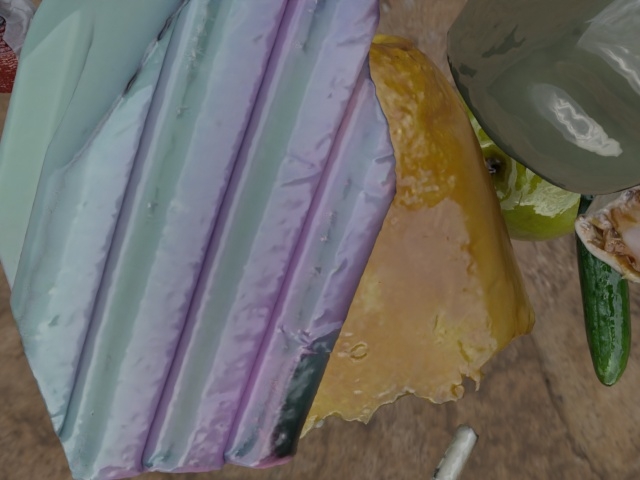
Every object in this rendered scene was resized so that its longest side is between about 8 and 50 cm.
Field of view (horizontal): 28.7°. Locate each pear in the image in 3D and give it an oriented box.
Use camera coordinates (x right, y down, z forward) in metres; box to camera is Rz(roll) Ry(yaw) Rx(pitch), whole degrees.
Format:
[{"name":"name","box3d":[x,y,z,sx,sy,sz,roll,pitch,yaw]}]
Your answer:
[{"name":"pear","box3d":[0.283,-0.129,1.613,0.252,0.307,0.253,13,118,25]}]

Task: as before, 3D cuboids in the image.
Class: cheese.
[{"name":"cheese","box3d":[0.131,0.317,1.453,0.034,0.400,0.085,25,64,12]}]

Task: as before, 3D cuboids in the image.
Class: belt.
[{"name":"belt","box3d":[-0.499,-0.310,1.863,0.200,0.124,0.128,24,65,17]}]

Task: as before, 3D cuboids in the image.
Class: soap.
[{"name":"soap","box3d":[-0.069,-0.024,0.656,0.192,0.109,0.324,0,125,-32]}]

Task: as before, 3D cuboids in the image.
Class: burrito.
[{"name":"burrito","box3d":[0.326,-0.066,1.018,0.143,0.299,0.105,15,128,32]}]

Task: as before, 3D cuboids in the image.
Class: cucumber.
[{"name":"cucumber","box3d":[0.312,0.035,1.367,0.056,0.056,0.250,-3,81,5]}]

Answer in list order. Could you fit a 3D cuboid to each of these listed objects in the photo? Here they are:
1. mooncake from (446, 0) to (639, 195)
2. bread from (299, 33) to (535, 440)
[{"name":"mooncake","box3d":[0.197,-0.144,0.700,0.135,0.275,0.275,41,98,-14]},{"name":"bread","box3d":[0.000,0.000,1.189,0.361,0.250,0.394,-22,118,-2]}]
